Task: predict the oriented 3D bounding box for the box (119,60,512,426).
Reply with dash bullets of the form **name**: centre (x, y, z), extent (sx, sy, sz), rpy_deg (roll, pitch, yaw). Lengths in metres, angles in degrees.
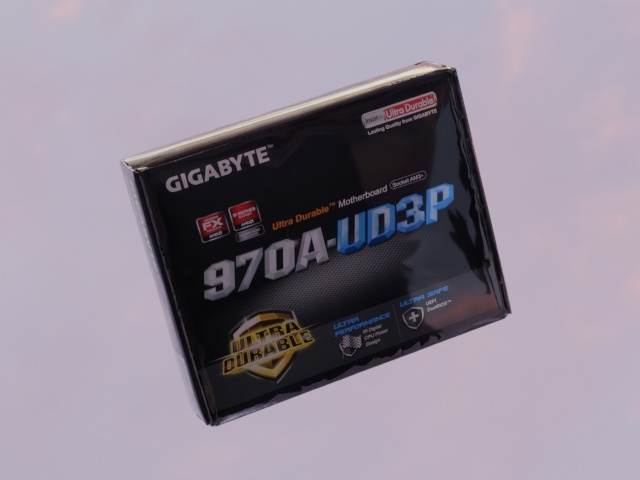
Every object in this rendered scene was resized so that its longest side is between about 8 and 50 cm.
- **box**: centre (0.000, 0.000, 1.129), extent (0.220, 0.175, 0.051), rpy_deg (-19, -163, -15)
